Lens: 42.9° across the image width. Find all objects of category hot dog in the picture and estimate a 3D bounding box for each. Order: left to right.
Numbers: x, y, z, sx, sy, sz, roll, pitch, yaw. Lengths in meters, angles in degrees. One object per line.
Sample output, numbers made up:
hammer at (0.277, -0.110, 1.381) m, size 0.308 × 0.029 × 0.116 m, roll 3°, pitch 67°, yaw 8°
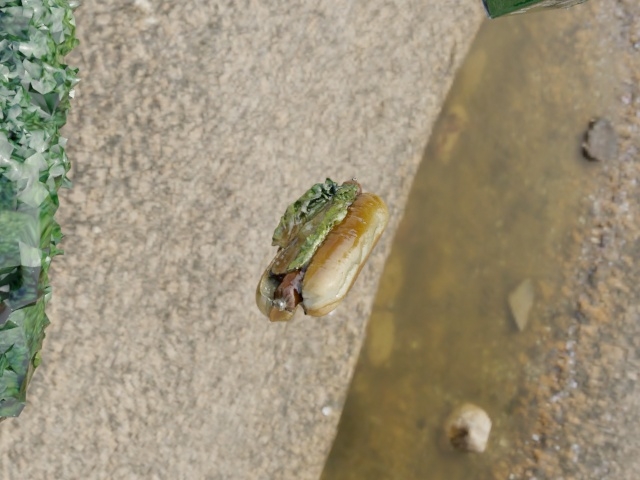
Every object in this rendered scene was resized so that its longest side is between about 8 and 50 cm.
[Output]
hot dog at (0.000, 0.000, 0.460) m, size 0.041 × 0.056 × 0.133 m, roll 62°, pitch 33°, yaw -19°

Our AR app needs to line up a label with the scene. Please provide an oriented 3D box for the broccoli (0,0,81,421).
broccoli at (-0.248, -0.026, 0.401) m, size 0.307 × 0.275 × 0.308 m, roll 0°, pitch 95°, yaw 1°

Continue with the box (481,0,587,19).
box at (0.228, -0.230, 0.596) m, size 0.135 × 0.199 × 0.081 m, roll -22°, pitch 98°, yaw -42°
